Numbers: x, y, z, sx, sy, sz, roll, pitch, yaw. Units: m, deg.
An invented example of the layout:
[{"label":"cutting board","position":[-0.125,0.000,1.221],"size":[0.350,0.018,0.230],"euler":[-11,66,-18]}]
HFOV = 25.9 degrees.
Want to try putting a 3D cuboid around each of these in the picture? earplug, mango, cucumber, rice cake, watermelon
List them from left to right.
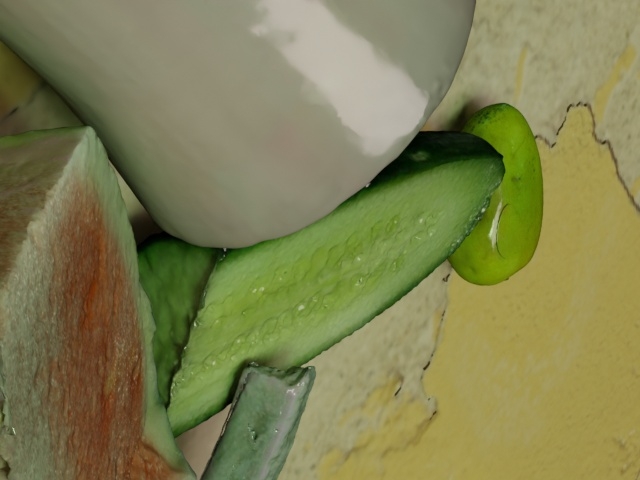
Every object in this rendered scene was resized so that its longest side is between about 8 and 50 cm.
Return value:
[{"label":"watermelon","position":[-0.134,0.119,0.523],"size":[0.224,0.180,0.305],"euler":[-21,124,-25]},{"label":"earplug","position":[-0.091,-0.145,0.486],"size":[0.301,0.172,0.172],"euler":[43,73,-42]},{"label":"rice cake","position":[-0.054,0.146,0.696],"size":[0.033,0.033,0.208],"euler":[-21,138,-62]},{"label":"cucumber","position":[0.000,0.000,0.708],"size":[0.244,0.063,0.115],"euler":[-23,141,-40]},{"label":"mango","position":[0.101,-0.027,0.818],"size":[0.073,0.056,0.108],"euler":[-16,114,-51]}]
